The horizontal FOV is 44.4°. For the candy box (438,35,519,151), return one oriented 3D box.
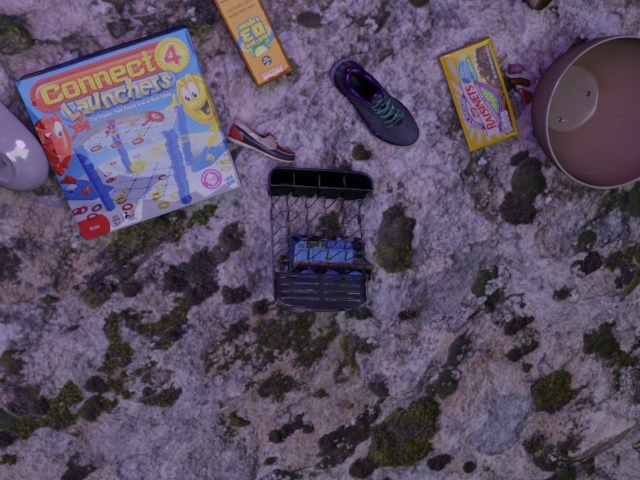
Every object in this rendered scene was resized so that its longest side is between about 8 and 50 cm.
[{"bbox_3d":[0.313,-0.286,1.547,0.105,0.027,0.205,-19,113,11],"label":"candy box"}]

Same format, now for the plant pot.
[{"bbox_3d":[0.524,-0.261,1.526,0.284,0.191,0.283,-4,110,-12],"label":"plant pot"}]

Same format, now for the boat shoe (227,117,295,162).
[{"bbox_3d":[-0.107,-0.187,1.487,0.137,0.049,0.043,21,101,-14],"label":"boat shoe"}]

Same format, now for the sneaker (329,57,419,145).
[{"bbox_3d":[0.109,-0.249,1.485,0.224,0.098,0.083,39,97,-21],"label":"sneaker"}]

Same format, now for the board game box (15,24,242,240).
[{"bbox_3d":[-0.334,-0.193,1.410,0.309,0.086,0.301,-20,113,-5],"label":"board game box"}]

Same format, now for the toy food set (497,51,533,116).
[{"bbox_3d":[0.386,-0.312,1.568,0.078,0.019,0.122,-43,112,4],"label":"toy food set"}]

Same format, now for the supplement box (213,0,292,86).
[{"bbox_3d":[-0.133,-0.394,1.391,0.078,0.080,0.233,-28,115,0],"label":"supplement box"}]

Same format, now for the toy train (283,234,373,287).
[{"bbox_3d":[0.018,0.043,1.580,0.184,0.080,0.105,2,102,-13],"label":"toy train"}]

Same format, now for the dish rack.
[{"bbox_3d":[0.000,0.000,1.496,0.209,0.074,0.271,2,70,-13],"label":"dish rack"}]

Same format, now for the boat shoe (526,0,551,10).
[{"bbox_3d":[0.442,-0.596,1.443,0.110,0.122,0.340,26,101,18],"label":"boat shoe"}]

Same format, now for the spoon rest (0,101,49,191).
[{"bbox_3d":[-0.575,-0.200,1.352,0.137,0.084,0.276,-17,120,29],"label":"spoon rest"}]
